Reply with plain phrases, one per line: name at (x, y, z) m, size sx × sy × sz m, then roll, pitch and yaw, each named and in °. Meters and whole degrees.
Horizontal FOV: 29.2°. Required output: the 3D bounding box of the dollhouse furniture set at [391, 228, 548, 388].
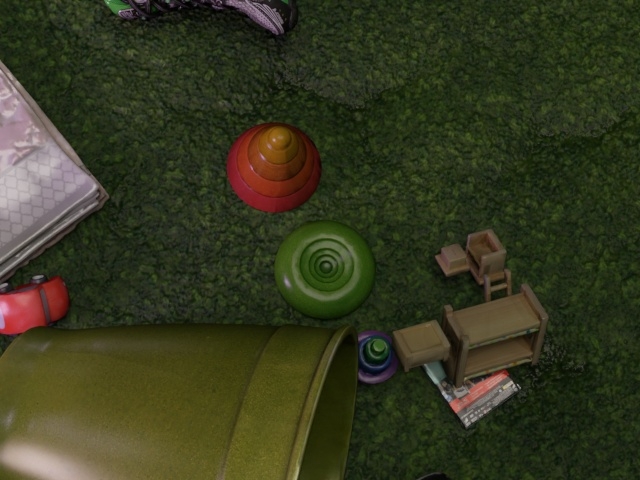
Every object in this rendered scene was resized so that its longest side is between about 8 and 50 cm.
dollhouse furniture set at (0.153, 0.090, 1.493) m, size 0.182 × 0.101 × 0.161 m, roll -14°, pitch 49°, yaw -14°

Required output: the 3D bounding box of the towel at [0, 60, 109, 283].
towel at (-0.480, -0.072, 1.497) m, size 0.332 × 0.053 × 0.317 m, roll -40°, pitch 82°, yaw -15°

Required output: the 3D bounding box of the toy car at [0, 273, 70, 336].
toy car at (-0.422, 0.122, 1.418) m, size 0.239 × 0.053 × 0.225 m, roll 20°, pitch 89°, yaw -28°

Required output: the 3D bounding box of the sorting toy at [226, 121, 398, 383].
sorting toy at (0.000, 0.000, 1.484) m, size 0.127 × 0.126 × 0.366 m, roll -24°, pitch 78°, yaw -11°

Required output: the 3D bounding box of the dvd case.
dvd case at (0.177, 0.160, 1.515) m, size 0.087 × 0.013 × 0.119 m, roll -34°, pitch 82°, yaw -13°

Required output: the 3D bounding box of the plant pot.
plant pot at (-0.170, 0.238, 1.312) m, size 0.353 × 0.366 × 0.367 m, roll 10°, pitch 74°, yaw 9°

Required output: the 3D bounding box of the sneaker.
sneaker at (-0.188, -0.330, 1.566) m, size 0.343 × 0.134 × 0.146 m, roll 22°, pitch 81°, yaw 10°

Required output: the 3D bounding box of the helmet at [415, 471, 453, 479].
helmet at (0.139, 0.362, 1.390) m, size 0.169 × 0.169 × 0.161 m, roll -30°, pitch 63°, yaw -12°
